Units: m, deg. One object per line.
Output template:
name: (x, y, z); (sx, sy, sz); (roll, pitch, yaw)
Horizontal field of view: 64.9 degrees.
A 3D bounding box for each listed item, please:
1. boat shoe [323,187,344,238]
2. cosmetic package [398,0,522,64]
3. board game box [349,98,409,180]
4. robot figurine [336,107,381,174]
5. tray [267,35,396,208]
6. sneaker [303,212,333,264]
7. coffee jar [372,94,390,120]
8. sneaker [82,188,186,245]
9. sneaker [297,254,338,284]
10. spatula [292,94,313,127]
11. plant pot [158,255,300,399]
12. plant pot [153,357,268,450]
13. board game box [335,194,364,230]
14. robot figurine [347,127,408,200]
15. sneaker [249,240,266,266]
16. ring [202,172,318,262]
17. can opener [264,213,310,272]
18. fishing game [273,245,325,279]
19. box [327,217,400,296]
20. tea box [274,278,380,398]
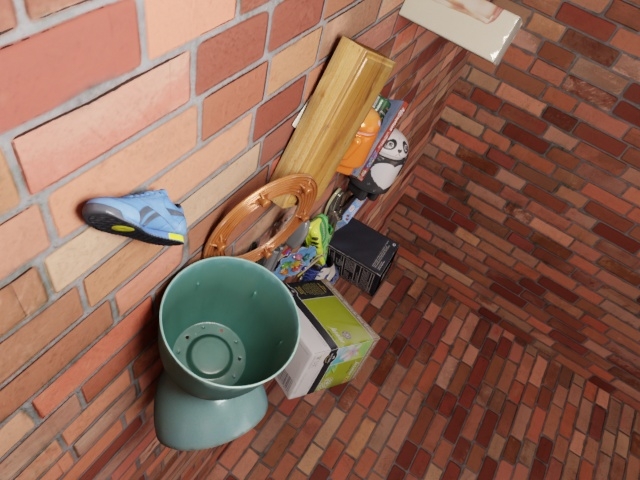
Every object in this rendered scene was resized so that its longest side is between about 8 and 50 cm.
boat shoe: (0.051, -0.095, 1.892); (0.080, 0.073, 0.223); (-42, 160, -53)
cosmetic package: (0.386, -0.611, 1.385); (0.129, 0.296, 0.153); (-62, 168, 24)
board game box: (0.162, -0.331, 1.627); (0.027, 0.145, 0.281); (32, 91, -36)
robot figurine: (0.091, -0.292, 1.417); (0.158, 0.128, 0.219); (-24, 147, -46)
tray: (0.025, -0.274, 1.236); (0.411, 0.076, 0.203); (-61, 162, 23)
sneaker: (0.000, 0.000, 1.843); (0.123, 0.109, 0.295); (-49, 166, -19)
coffee jar: (0.140, -0.362, 1.556); (0.184, 0.079, 0.096); (-60, 168, 11)
sneaker: (-0.274, -0.046, 0.758); (0.209, 0.069, 0.082); (28, 62, -70)
sneaker: (-0.046, 0.160, 2.088); (0.315, 0.127, 0.182); (-45, 150, -29)
spatula: (0.015, -0.351, 1.236); (0.242, 0.019, 0.168); (-57, 163, -3)
plant pot: (-0.223, 0.217, 1.119); (0.293, 0.293, 0.235); (-48, 177, -40)
plant pot: (-0.295, 0.362, 1.288); (0.290, 0.290, 0.195); (-34, 117, -62)
board game box: (0.116, -0.127, 2.034); (0.211, 0.039, 0.160); (-53, -170, -28)
robot figurine: (0.201, -0.274, 1.797); (0.278, 0.174, 0.209); (-64, 174, 30)
sneaker: (-0.198, 0.085, 1.409); (0.170, 0.051, 0.089); (-63, 168, 4)
ring: (-0.132, -0.027, 1.201); (0.337, 0.032, 0.336); (-37, 163, -13)
can opener: (-0.129, 0.040, 1.493); (0.280, 0.093, 0.074); (-58, 170, 27)
fishing game: (-0.088, 0.086, 1.692); (0.189, 0.041, 0.264); (-39, 159, 11)
box: (0.161, 0.061, 2.201); (0.182, 0.294, 0.296); (-56, 169, -20)
tea box: (-0.037, 0.324, 1.743); (0.324, 0.329, 0.220); (-2, 127, -42)
